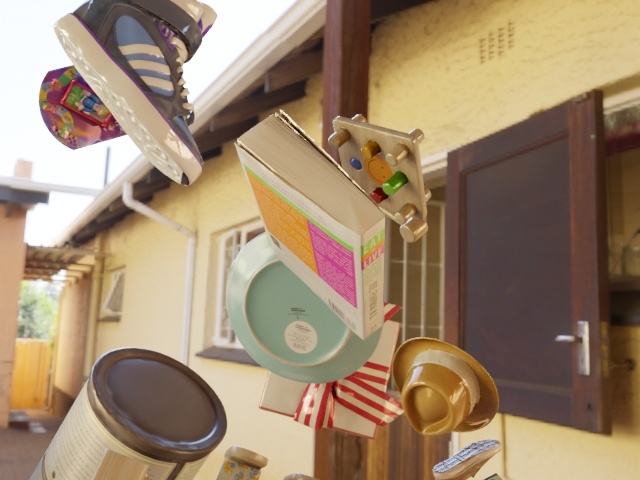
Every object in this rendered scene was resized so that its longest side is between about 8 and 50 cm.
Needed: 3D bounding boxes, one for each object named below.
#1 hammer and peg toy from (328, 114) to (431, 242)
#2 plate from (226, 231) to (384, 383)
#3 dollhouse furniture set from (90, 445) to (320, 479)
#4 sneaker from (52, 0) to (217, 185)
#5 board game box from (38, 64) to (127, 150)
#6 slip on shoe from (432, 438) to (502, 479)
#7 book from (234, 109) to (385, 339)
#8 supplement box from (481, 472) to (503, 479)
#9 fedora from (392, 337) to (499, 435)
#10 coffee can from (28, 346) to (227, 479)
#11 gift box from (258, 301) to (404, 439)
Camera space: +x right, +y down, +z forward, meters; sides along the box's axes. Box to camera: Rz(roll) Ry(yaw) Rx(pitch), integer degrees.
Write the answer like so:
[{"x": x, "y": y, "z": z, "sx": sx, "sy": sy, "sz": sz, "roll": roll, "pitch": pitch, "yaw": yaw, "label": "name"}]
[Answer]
[{"x": 0.158, "y": -0.146, "z": 1.702, "sx": 0.265, "sy": 0.127, "sz": 0.362, "roll": 23, "pitch": -38, "yaw": 35, "label": "hammer and peg toy"}, {"x": -0.023, "y": 0.077, "z": 0.716, "sx": 0.188, "sy": 0.188, "sz": 0.024, "roll": -1, "pitch": 14, "yaw": 17, "label": "plate"}, {"x": -0.119, "y": 0.308, "z": 0.635, "sx": 0.241, "sy": 0.212, "sz": 0.161, "roll": 23, "pitch": -25, "yaw": -4, "label": "dollhouse furniture set"}, {"x": -0.225, "y": -0.273, "z": 1.004, "sx": 0.236, "sy": 0.323, "sz": 0.130, "roll": -40, "pitch": 0, "yaw": -21, "label": "sneaker"}, {"x": -0.376, "y": -0.229, "z": 1.071, "sx": 0.168, "sy": 0.133, "sz": 0.033, "roll": -21, "pitch": 17, "yaw": -22, "label": "board game box"}, {"x": 0.262, "y": 0.395, "z": 1.137, "sx": 0.135, "sy": 0.041, "sz": 0.051, "roll": -23, "pitch": 6, "yaw": -19, "label": "slip on shoe"}, {"x": 0.000, "y": 0.000, "z": 0.408, "sx": 0.096, "sy": 0.035, "sz": 0.144, "roll": 44, "pitch": -18, "yaw": 24, "label": "book"}, {"x": 0.239, "y": 0.369, "z": 0.852, "sx": 0.056, "sy": 0.083, "sz": 0.083, "roll": -26, "pitch": 1, "yaw": -3, "label": "supplement box"}, {"x": 0.180, "y": 0.244, "z": 1.006, "sx": 0.194, "sy": 0.195, "sz": 0.079, "roll": -6, "pitch": 27, "yaw": 41, "label": "fedora"}, {"x": -0.287, "y": 0.321, "z": 0.914, "sx": 0.201, "sy": 0.275, "sz": 0.201, "roll": 31, "pitch": 15, "yaw": -9, "label": "coffee can"}, {"x": 0.042, "y": 0.250, "z": 1.289, "sx": 0.276, "sy": 0.255, "sz": 0.258, "roll": 9, "pitch": -15, "yaw": 5, "label": "gift box"}]
